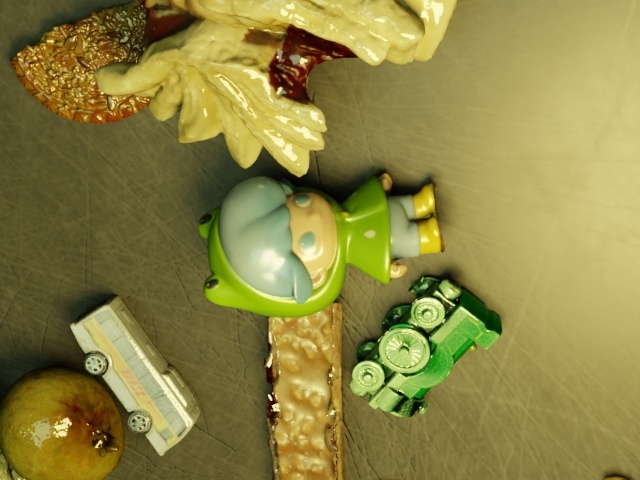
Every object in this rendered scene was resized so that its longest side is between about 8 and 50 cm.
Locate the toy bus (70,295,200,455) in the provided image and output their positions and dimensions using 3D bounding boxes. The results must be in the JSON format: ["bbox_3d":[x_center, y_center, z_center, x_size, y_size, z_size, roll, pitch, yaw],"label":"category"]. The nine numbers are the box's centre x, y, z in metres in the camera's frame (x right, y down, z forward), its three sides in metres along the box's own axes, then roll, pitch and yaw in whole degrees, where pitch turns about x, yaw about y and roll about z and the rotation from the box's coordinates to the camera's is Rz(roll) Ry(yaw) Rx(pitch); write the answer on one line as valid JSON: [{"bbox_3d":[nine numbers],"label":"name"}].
[{"bbox_3d":[-0.217,0.157,1.868,0.075,0.064,0.190,-36,96,11],"label":"toy bus"}]

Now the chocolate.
[{"bbox_3d":[-0.010,0.210,1.823,0.102,0.065,0.329,11,113,33],"label":"chocolate"}]

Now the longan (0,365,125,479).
[{"bbox_3d":[-0.297,0.221,1.857,0.176,0.154,0.145,4,88,42],"label":"longan"}]

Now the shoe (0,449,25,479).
[{"bbox_3d":[-0.408,0.251,1.930,0.149,0.109,0.293,5,114,13],"label":"shoe"}]

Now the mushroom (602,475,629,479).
[{"bbox_3d":[0.207,0.304,1.812,0.306,0.043,0.068,-6,89,19],"label":"mushroom"}]

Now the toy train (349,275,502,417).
[{"bbox_3d":[0.111,0.121,1.760,0.104,0.071,0.178,36,113,-10],"label":"toy train"}]

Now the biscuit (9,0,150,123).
[{"bbox_3d":[-0.244,-0.194,1.774,0.206,0.025,0.126,-20,102,21],"label":"biscuit"}]

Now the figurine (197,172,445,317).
[{"bbox_3d":[0.000,0.000,1.708,0.263,0.143,0.162,-9,63,1],"label":"figurine"}]

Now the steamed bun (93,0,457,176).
[{"bbox_3d":[-0.087,-0.209,1.630,0.428,0.189,0.247,19,155,10],"label":"steamed bun"}]
